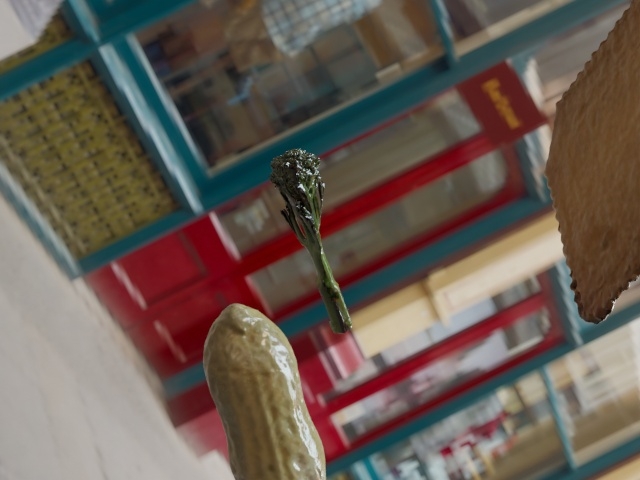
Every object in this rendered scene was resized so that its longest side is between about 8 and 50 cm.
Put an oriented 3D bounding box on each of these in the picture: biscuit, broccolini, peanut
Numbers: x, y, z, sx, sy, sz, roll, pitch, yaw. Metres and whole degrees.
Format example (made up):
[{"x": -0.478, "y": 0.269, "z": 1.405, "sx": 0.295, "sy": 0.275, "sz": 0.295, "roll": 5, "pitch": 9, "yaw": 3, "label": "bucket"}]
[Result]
[{"x": 0.254, "y": -0.082, "z": 1.078, "sx": 0.232, "sy": 0.013, "sz": 0.237, "roll": 122, "pitch": -28, "yaw": -43, "label": "biscuit"}, {"x": 0.000, "y": 0.000, "z": 0.915, "sx": 0.030, "sy": 0.035, "sz": 0.140, "roll": 19, "pitch": -45, "yaw": 57, "label": "broccolini"}, {"x": -0.053, "y": 0.162, "z": 1.240, "sx": 0.098, "sy": 0.090, "sz": 0.214, "roll": -45, "pitch": 121, "yaw": -77, "label": "peanut"}]
